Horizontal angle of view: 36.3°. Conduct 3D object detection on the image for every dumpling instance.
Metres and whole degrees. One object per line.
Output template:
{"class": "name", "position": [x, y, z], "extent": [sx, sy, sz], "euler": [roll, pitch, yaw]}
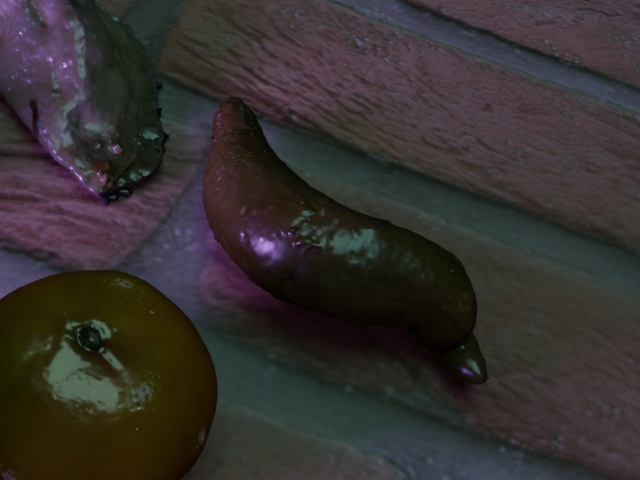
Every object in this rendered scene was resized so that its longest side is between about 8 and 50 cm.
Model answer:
{"class": "dumpling", "position": [-0.225, -0.182, 0.829], "extent": [0.332, 0.086, 0.166], "euler": [44, 55, 16]}

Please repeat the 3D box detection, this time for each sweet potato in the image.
{"class": "sweet potato", "position": [0.000, 0.002, 0.723], "extent": [0.310, 0.098, 0.124], "euler": [38, 29, 19]}

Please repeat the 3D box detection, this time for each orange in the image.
{"class": "orange", "position": [-0.139, 0.089, 0.586], "extent": [0.156, 0.124, 0.156], "euler": [7, 46, -7]}
